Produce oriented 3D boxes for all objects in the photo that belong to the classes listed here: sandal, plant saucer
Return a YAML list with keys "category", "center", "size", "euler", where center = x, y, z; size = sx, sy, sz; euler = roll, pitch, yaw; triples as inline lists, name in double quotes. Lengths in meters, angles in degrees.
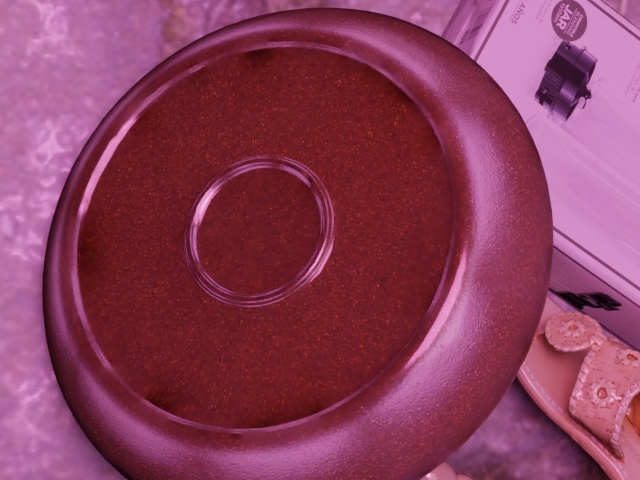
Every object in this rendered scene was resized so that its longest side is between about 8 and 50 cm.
- category: "sandal"
  center: [0.207, 0.111, 0.902]
  size: [0.088, 0.079, 0.240]
  euler: [-20, 76, -47]
- category: "plant saucer"
  center: [-0.028, 0.001, 0.764]
  size: [0.311, 0.050, 0.310]
  euler: [-6, 70, 17]

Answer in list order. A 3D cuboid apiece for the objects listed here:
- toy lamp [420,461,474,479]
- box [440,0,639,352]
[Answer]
- category: "toy lamp"
  center: [0.095, 0.172, 0.883]
  size: [0.275, 0.080, 0.080]
  euler: [36, 72, -14]
- category: "box"
  center: [0.199, -0.044, 0.944]
  size: [0.290, 0.087, 0.169]
  euler: [33, 73, -15]
